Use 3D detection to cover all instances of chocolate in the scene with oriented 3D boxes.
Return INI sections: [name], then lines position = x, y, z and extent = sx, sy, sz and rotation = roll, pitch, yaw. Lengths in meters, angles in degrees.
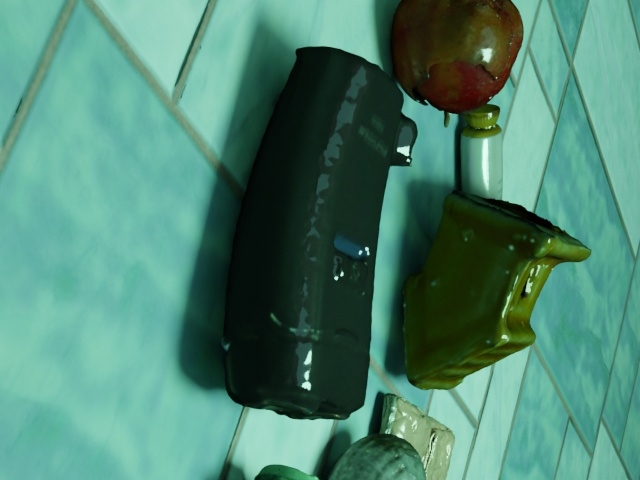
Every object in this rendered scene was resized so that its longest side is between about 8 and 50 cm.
[chocolate]
position = 0.036, 0.308, 1.360
extent = 0.248, 0.110, 0.110
rotation = -66, 149, -32

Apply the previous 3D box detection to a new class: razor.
[razor]
position = -0.003, -0.002, 1.197
extent = 0.189, 0.107, 0.327
rotation = 32, 66, -61

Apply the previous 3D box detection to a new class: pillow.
[pillow]
position = 0.112, 0.264, 1.575
extent = 0.232, 0.043, 0.126
rotation = 42, 63, -62

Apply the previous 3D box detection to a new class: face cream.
[face cream]
position = 0.204, -0.082, 1.669
extent = 0.072, 0.051, 0.182
rotation = -37, 129, -55

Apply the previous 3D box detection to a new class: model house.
[model house]
position = 0.201, 0.074, 1.559
extent = 0.268, 0.173, 0.239
rotation = 11, 103, -62

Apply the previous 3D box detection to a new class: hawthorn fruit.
[hawthorn fruit]
position = 0.143, -0.203, 1.425
extent = 0.148, 0.148, 0.172
rotation = -39, 146, -55

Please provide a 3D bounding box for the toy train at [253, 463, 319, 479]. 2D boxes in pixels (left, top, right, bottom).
[toy train]
position = -0.051, 0.349, 1.178
extent = 0.194, 0.120, 0.298
rotation = 52, 50, -49
